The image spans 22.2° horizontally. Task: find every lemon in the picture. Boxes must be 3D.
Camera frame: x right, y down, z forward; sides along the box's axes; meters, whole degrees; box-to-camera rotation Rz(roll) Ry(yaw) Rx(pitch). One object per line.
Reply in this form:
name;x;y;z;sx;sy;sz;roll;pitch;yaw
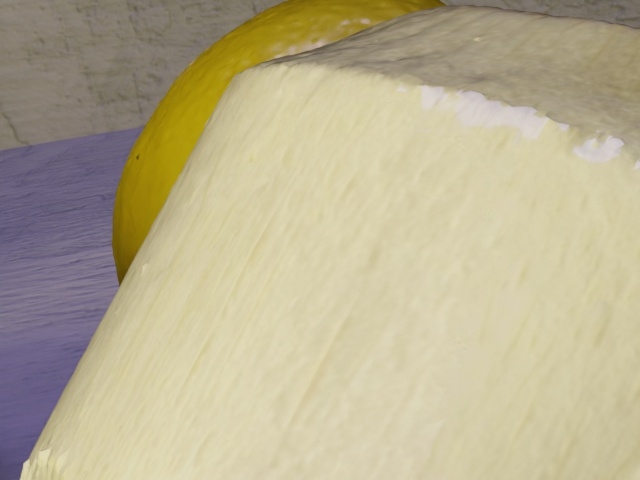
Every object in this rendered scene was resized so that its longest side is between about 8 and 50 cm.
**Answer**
lemon;0.000;0.000;0.853;0.219;0.240;0.240;-34;19;-17

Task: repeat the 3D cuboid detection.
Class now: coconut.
coconut;0.044;0.080;0.429;0.237;0.266;0.237;29;-6;3
